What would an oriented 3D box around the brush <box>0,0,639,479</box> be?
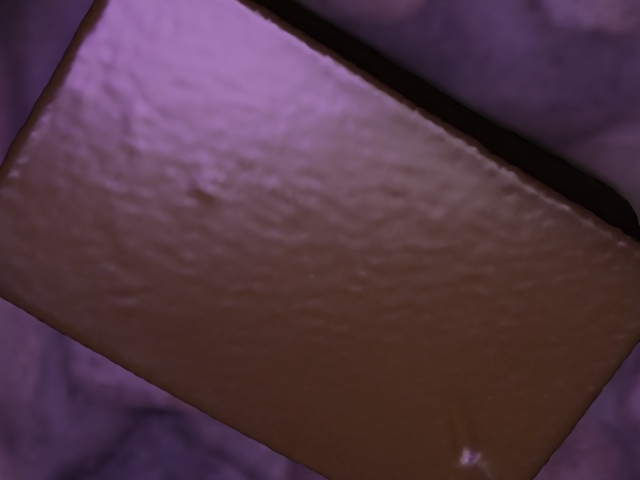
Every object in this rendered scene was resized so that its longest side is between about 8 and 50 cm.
[{"bbox_3d":[0.000,0.000,0.499,0.197,0.059,0.123,31,111,-9],"label":"brush"}]
